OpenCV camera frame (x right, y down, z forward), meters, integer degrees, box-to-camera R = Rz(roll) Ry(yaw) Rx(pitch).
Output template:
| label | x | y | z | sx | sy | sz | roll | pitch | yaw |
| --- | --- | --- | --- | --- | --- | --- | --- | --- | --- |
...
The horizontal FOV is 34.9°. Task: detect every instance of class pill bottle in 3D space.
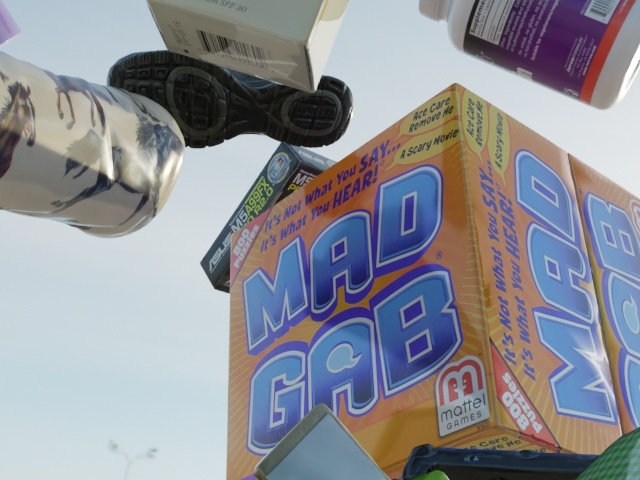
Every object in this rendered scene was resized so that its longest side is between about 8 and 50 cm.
| label | x | y | z | sx | sy | sz | roll | pitch | yaw |
| --- | --- | --- | --- | --- | --- | --- | --- | --- | --- |
| pill bottle | 0.314 | -0.327 | 1.482 | 0.323 | 0.181 | 0.181 | 26 | -17 | 17 |

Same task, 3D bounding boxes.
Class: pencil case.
| label | x | y | z | sx | sy | sz | roll | pitch | yaw |
| --- | --- | --- | --- | --- | --- | --- | --- | --- | --- |
| pencil case | -0.291 | -0.092 | 0.935 | 0.184 | 0.159 | 0.410 | 8 | 0 | 24 |

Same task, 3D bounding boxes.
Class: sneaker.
| label | x | y | z | sx | sy | sz | roll | pitch | yaw |
| --- | --- | --- | --- | --- | --- | --- | --- | --- | --- |
| sneaker | -0.111 | -0.167 | 1.195 | 0.286 | 0.109 | 0.130 | 7 | 16 | -24 |

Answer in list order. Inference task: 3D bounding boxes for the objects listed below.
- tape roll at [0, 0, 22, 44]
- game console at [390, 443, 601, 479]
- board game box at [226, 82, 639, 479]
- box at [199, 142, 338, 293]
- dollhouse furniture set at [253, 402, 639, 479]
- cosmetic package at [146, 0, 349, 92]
| label | x | y | z | sx | sy | sz | roll | pitch | yaw |
| --- | --- | --- | --- | --- | --- | --- | --- | --- | --- |
| tape roll | -0.417 | -0.204 | 1.071 | 0.189 | 0.189 | 0.080 | -13 | -66 | 46 |
| game console | 0.115 | 0.299 | 0.666 | 0.250 | 0.173 | 0.293 | -4 | -60 | 30 |
| board game box | 0.147 | 0.127 | 1.081 | 0.356 | 0.356 | 0.356 | 24 | -40 | -35 |
| box | 0.000 | 0.000 | 1.416 | 0.270 | 0.216 | 0.060 | 19 | 24 | -40 |
| dollhouse furniture set | 0.042 | 0.121 | 0.432 | 0.151 | 0.197 | 0.301 | 49 | -34 | 1 |
| cosmetic package | -0.030 | -0.314 | 0.960 | 0.160 | 0.309 | 0.113 | 17 | -14 | 8 |
